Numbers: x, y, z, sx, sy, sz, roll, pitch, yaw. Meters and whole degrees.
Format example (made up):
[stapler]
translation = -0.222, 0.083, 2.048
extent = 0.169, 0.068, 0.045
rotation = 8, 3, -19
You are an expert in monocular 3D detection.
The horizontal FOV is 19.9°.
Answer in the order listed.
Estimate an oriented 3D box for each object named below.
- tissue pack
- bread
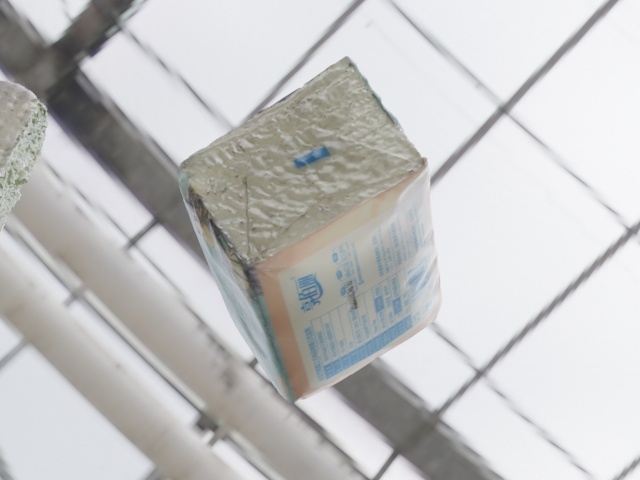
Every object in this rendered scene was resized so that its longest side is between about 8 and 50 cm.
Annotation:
[tissue pack]
translation = 0.000, 0.000, 0.600
extent = 0.059, 0.074, 0.094
rotation = 51, -15, 30
[bread]
translation = -0.339, -0.054, 1.464
extent = 0.207, 0.286, 0.056
rotation = 6, -60, 8
